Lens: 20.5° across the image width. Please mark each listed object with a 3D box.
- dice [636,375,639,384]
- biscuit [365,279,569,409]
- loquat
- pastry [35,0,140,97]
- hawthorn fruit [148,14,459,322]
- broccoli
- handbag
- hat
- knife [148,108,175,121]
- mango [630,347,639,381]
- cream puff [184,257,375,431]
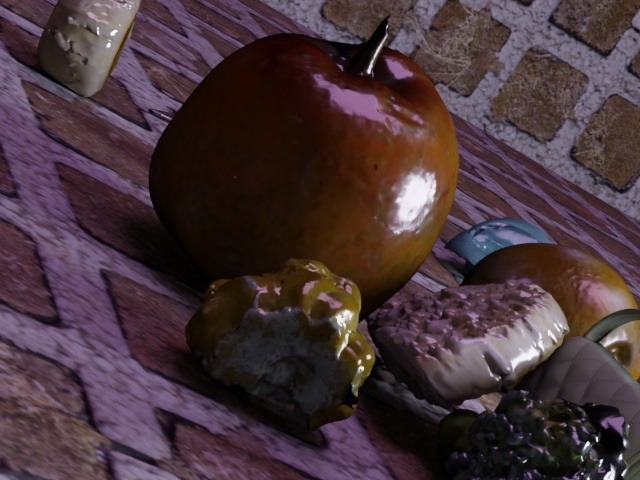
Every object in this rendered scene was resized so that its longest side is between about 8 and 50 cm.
[{"bbox_3d":[0.356,0.221,1.611,0.166,0.169,0.169,19,27,-8],"label":"dice"},{"bbox_3d":[0.140,0.091,1.633,0.281,0.179,0.084,-131,-153,-81],"label":"biscuit"},{"bbox_3d":[0.248,0.090,1.941,0.179,0.179,0.227,23,7,-40],"label":"loquat"},{"bbox_3d":[-0.260,-0.245,2.004,0.088,0.166,0.166,26,12,-7],"label":"pastry"},{"bbox_3d":[0.001,-0.071,1.616,0.267,0.301,0.268,31,18,-12],"label":"hawthorn fruit"},{"bbox_3d":[0.143,0.184,1.412,0.145,0.165,0.304,0,3,-7],"label":"broccoli"},{"bbox_3d":[0.246,0.158,1.536,0.079,0.219,0.256,33,10,-21],"label":"handbag"},{"bbox_3d":[0.243,0.035,2.404,0.138,0.078,0.191,29,28,20],"label":"hat"},{"bbox_3d":[-0.129,-0.133,2.232,0.247,0.018,0.035,14,25,-51],"label":"knife"},{"bbox_3d":[0.430,0.157,2.315,0.227,0.109,0.147,30,36,-16],"label":"mango"},{"bbox_3d":[-0.029,0.070,1.398,0.156,0.121,0.156,26,10,-5],"label":"cream puff"}]
